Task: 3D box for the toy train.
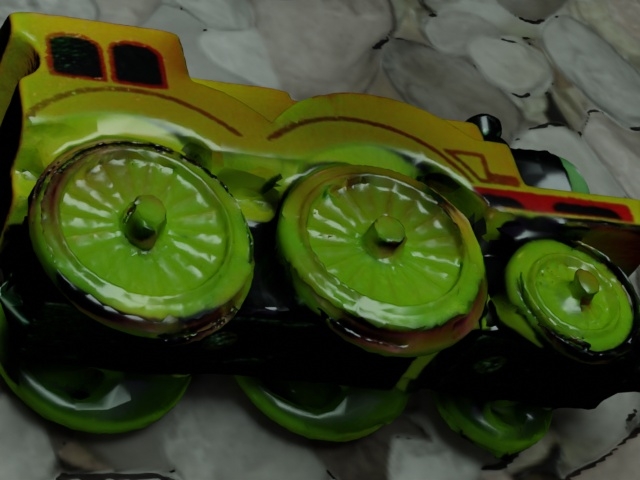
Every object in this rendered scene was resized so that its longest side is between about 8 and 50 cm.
[{"bbox_3d":[0.000,0.000,0.705,0.296,0.100,0.160,7,49,-24],"label":"toy train"}]
